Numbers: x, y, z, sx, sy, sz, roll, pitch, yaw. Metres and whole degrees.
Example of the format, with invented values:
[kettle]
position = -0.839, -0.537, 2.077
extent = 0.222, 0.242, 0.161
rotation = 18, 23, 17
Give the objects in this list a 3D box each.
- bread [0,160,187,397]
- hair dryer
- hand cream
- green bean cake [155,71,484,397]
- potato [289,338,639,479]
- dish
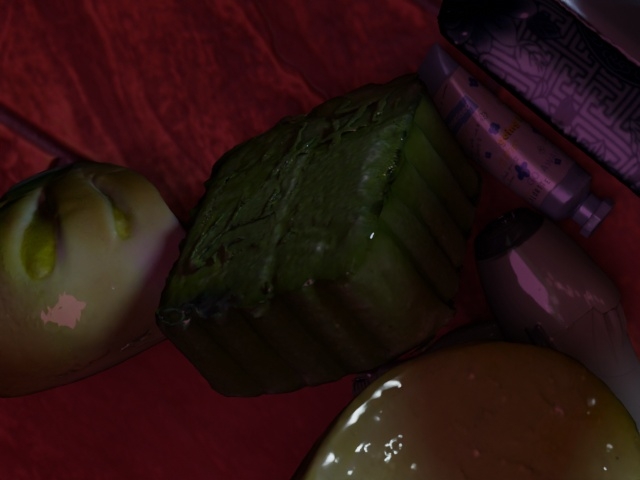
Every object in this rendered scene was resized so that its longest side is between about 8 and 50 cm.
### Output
[bread]
position = -0.202, 0.033, 1.327
extent = 0.261, 0.156, 0.158
rotation = -21, 98, 22
[hair dryer]
position = 0.158, 0.110, 1.274
extent = 0.219, 0.088, 0.225
rotation = 40, 126, 2
[hand cream]
position = 0.132, -0.066, 1.247
extent = 0.171, 0.043, 0.065
rotation = 40, 127, 11
[green bean cake]
position = 0.000, 0.000, 1.207
extent = 0.200, 0.214, 0.113
rotation = -19, 125, 34
[potato]
position = 0.093, 0.208, 1.250
extent = 0.330, 0.212, 0.280
rotation = 30, 156, -15
[dish]
position = 0.200, -0.121, 1.165
extent = 0.243, 0.182, 0.080
rotation = 41, 77, 6
